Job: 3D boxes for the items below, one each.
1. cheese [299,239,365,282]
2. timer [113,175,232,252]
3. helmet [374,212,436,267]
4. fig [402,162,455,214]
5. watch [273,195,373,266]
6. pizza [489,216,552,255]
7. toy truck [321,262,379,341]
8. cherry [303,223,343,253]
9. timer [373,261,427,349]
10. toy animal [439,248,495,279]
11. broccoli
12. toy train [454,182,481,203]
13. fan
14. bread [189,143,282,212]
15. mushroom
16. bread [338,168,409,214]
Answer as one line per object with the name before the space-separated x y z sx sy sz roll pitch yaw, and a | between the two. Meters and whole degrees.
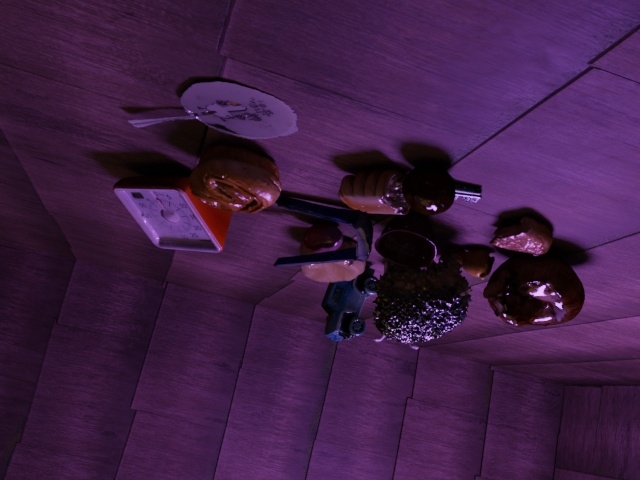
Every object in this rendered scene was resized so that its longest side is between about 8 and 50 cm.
cheese | 0.038 0.060 2.104 0.214 0.117 0.226 6 160 1
timer | -0.404 -0.095 1.829 0.257 0.161 0.250 4 155 31
helmet | 0.226 -0.017 1.681 0.155 0.106 0.175 18 154 2
fig | 0.229 -0.102 1.396 0.109 0.103 0.155 47 -178 10
watch | 0.005 0.009 1.838 0.275 0.068 0.276 10 139 5
pizza | 0.480 -0.010 1.604 0.161 0.062 0.182 -12 157 43
toy truck | 0.095 0.207 2.274 0.156 0.278 0.155 24 164 -6
cherry | 0.013 -0.005 1.941 0.126 0.087 0.106 -18 150 28
timer | 0.272 0.214 2.169 0.175 0.266 0.175 11 165 3
toy animal | 0.402 0.058 1.874 0.159 0.083 0.070 13 160 36
broccoli | 0.298 0.134 1.841 0.375 0.301 0.249 2 175 -44
toy train | 0.307 -0.107 1.444 0.092 0.029 0.045 8 149 2
fan | -0.237 -0.259 1.358 0.415 0.012 0.233 2 160 27
bread | -0.198 -0.138 1.562 0.198 0.120 0.236 21 163 -25
mushroom | 0.560 0.131 1.771 0.283 0.195 0.263 4 165 -39
bread | 0.124 -0.110 1.468 0.177 0.084 0.119 2 160 37
